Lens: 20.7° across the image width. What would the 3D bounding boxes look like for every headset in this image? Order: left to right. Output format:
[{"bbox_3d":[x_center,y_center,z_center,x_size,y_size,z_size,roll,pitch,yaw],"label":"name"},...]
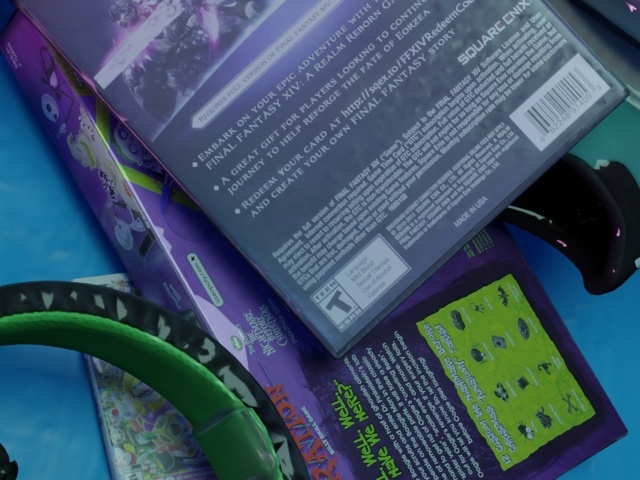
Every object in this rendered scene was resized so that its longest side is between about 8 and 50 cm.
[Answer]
[{"bbox_3d":[-0.153,0.159,0.709,0.394,0.185,0.243,-28,87,-35],"label":"headset"}]

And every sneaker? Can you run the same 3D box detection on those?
[{"bbox_3d":[0.062,-0.082,0.918,0.302,0.108,0.121,30,64,-6],"label":"sneaker"}]

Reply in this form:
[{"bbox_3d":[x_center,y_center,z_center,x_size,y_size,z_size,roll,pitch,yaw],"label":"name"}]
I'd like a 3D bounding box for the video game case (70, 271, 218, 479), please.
[{"bbox_3d":[-0.075,0.073,0.896,0.087,0.011,0.122,-7,71,-28],"label":"video game case"}]

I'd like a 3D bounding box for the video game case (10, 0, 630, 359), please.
[{"bbox_3d":[-0.012,-0.107,0.866,0.196,0.026,0.274,-42,87,0],"label":"video game case"}]

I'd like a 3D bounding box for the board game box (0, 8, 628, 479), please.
[{"bbox_3d":[0.000,0.000,0.936,0.208,0.056,0.347,-23,79,-41],"label":"board game box"}]

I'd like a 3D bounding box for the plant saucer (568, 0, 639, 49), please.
[{"bbox_3d":[0.204,-0.151,0.983,0.400,0.400,0.100,34,99,-9],"label":"plant saucer"}]
